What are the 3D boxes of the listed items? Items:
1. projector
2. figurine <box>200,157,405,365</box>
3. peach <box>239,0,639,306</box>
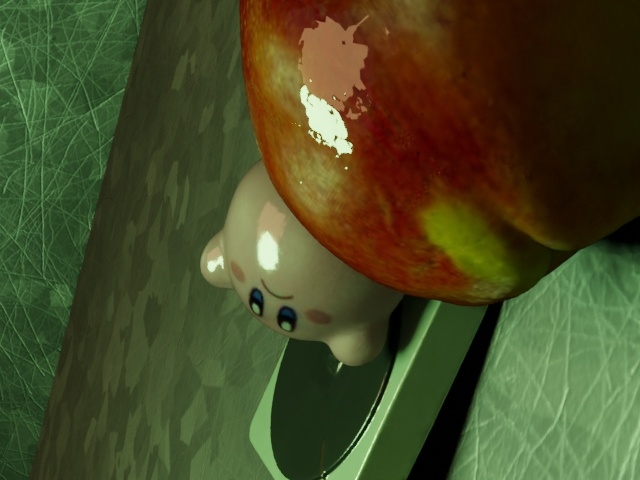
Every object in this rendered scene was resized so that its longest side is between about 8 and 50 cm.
[{"bbox_3d":[0.039,0.123,1.050,0.259,0.079,0.257,-65,22,5],"label":"projector"},{"bbox_3d":[0.000,0.000,0.937,0.173,0.173,0.173,-168,90,-69],"label":"figurine"},{"bbox_3d":[0.088,-0.125,0.755,0.308,0.308,0.332,-36,75,61],"label":"peach"}]
